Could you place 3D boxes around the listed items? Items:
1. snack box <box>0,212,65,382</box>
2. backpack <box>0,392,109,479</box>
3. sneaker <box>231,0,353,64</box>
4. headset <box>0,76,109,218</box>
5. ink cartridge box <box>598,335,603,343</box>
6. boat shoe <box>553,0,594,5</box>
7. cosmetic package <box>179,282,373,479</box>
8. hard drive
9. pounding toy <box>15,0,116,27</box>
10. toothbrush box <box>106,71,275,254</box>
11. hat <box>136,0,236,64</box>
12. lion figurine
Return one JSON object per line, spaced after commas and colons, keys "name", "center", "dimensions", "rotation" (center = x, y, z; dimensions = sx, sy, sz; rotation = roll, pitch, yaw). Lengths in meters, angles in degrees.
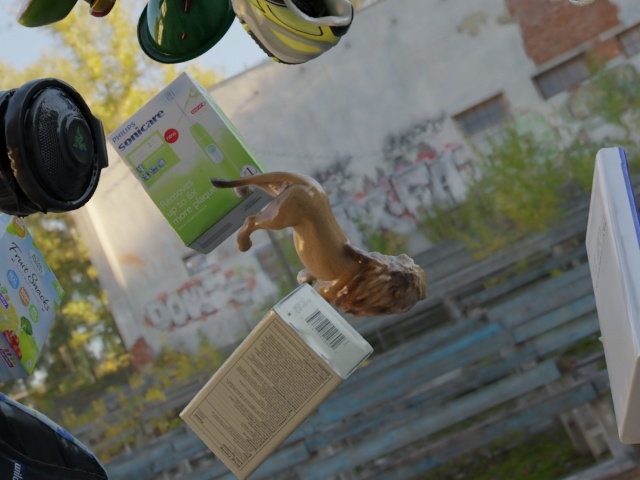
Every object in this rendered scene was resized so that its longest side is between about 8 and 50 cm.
{"name": "snack box", "center": [-0.477, 0.082, 1.641], "dimensions": [0.070, 0.174, 0.207], "rotation": [-15, 33, 13]}
{"name": "backpack", "center": [-0.378, 0.308, 1.200], "dimensions": [0.273, 0.290, 0.355], "rotation": [-8, -25, 35]}
{"name": "sneaker", "center": [-0.096, -0.408, 1.461], "dimensions": [0.147, 0.385, 0.145], "rotation": [-9, 45, 53]}
{"name": "headset", "center": [-0.332, -0.051, 1.040], "dimensions": [0.244, 0.185, 0.394], "rotation": [-9, 2, -3]}
{"name": "ink cartridge box", "center": [0.589, 0.236, 1.742], "dimensions": [0.097, 0.255, 0.189], "rotation": [-42, 6, 3]}
{"name": "boat shoe", "center": [0.274, -0.319, 1.195], "dimensions": [0.095, 0.079, 0.254], "rotation": [-56, 10, 10]}
{"name": "cosmetic package", "center": [-0.075, 0.231, 1.746], "dimensions": [0.309, 0.160, 0.113], "rotation": [-48, -7, 36]}
{"name": "hard drive", "center": [0.387, 0.068, 1.389], "dimensions": [0.040, 0.318, 0.210], "rotation": [-3, -39, 5]}
{"name": "pounding toy", "center": [-0.315, -0.373, 1.493], "dimensions": [0.237, 0.110, 0.183], "rotation": [-48, 25, 29]}
{"name": "toothbrush box", "center": [-0.243, -0.148, 2.108], "dimensions": [0.206, 0.283, 0.122], "rotation": [-39, -16, 5]}
{"name": "hat", "center": [-0.231, -0.401, 1.655], "dimensions": [0.208, 0.173, 0.183], "rotation": [-51, -29, -6]}
{"name": "lion figurine", "center": [0.000, 0.000, 1.911], "dimensions": [0.240, 0.392, 0.142], "rotation": [-21, 32, 38]}
